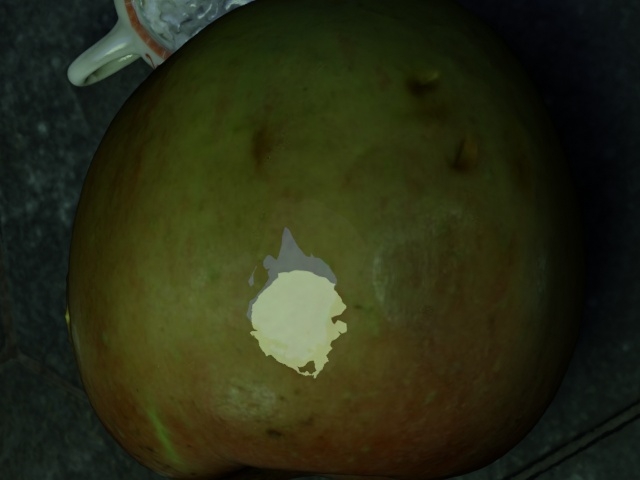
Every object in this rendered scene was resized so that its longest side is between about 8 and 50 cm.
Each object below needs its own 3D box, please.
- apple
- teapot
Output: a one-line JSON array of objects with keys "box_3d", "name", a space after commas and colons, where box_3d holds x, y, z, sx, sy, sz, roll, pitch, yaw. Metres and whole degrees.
[{"box_3d": [0.000, 0.000, 1.169, 0.338, 0.338, 0.305, -6, 80, 25], "name": "apple"}, {"box_3d": [-0.077, -0.175, 1.290, 0.245, 0.116, 0.159, -39, 96, 23], "name": "teapot"}]
